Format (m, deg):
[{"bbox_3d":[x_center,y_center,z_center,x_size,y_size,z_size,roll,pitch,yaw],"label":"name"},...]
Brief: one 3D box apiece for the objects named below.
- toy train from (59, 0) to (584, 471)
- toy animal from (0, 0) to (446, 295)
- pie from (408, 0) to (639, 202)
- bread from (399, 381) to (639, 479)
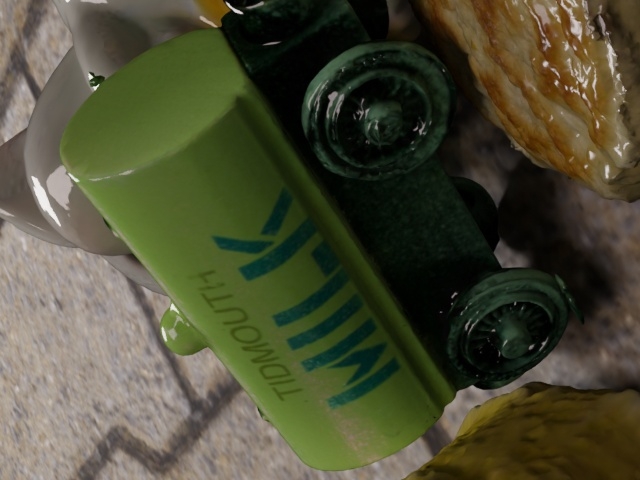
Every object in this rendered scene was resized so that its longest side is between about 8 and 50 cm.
[{"bbox_3d":[0.000,0.000,0.690,0.253,0.157,0.105,55,-176,-41],"label":"toy train"},{"bbox_3d":[-0.076,-0.095,0.808,0.247,0.183,0.310,37,142,50],"label":"toy animal"},{"bbox_3d":[0.081,-0.112,0.586,0.205,0.084,0.179,64,171,3],"label":"pie"},{"bbox_3d":[0.087,0.164,0.697,0.197,0.170,0.197,17,114,43],"label":"bread"}]
